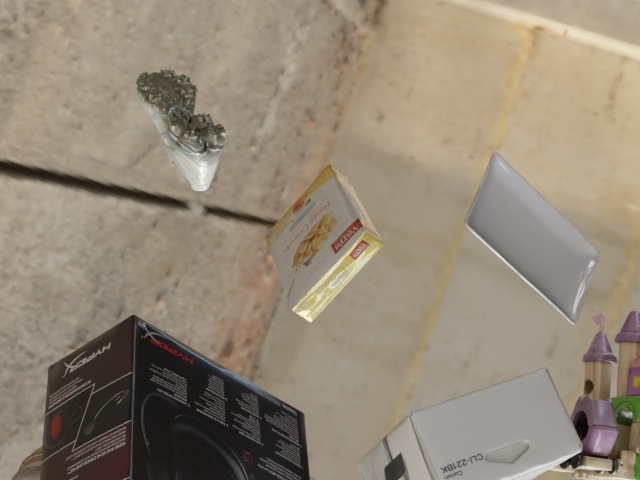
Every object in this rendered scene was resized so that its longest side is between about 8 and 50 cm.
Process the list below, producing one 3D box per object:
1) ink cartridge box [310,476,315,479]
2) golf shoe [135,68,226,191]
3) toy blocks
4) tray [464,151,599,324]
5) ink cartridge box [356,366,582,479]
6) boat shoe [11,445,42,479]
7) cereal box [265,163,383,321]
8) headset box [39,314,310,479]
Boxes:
[{"bbox_3d":[-0.068,0.379,1.766,0.072,0.175,0.127,-42,128,-26],"label":"ink cartridge box"},{"bbox_3d":[-0.162,-0.124,1.349,0.069,0.176,0.086,-10,132,-22],"label":"golf shoe"},{"bbox_3d":[0.451,0.222,1.774,0.288,0.309,0.260,157,-58,-68],"label":"toy blocks"},{"bbox_3d":[0.323,0.001,1.870,0.030,0.270,0.145,-17,-141,50],"label":"tray"},{"bbox_3d":[0.180,0.274,1.535,0.197,0.114,0.273,-16,162,-18],"label":"ink cartridge box"},{"bbox_3d":[-0.225,0.348,1.473,0.123,0.324,0.116,-46,-163,13],"label":"boat shoe"},{"bbox_3d":[0.000,0.000,1.923,0.173,0.047,0.240,-48,-152,13],"label":"cereal box"},{"bbox_3d":[-0.108,0.239,0.952,0.218,0.110,0.293,36,34,-39],"label":"headset box"}]
